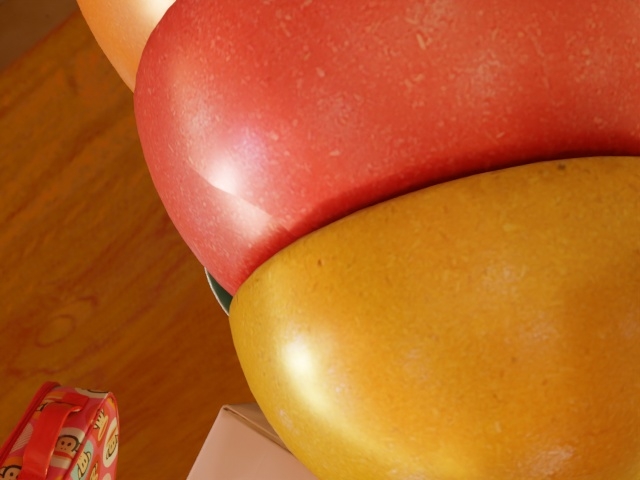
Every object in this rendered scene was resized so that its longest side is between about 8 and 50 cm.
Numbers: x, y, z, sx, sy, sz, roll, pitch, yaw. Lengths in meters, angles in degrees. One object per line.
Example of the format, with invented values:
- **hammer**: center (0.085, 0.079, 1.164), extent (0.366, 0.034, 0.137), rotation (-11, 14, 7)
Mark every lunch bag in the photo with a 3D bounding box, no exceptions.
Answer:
- **lunch bag**: center (-0.327, 0.311, 1.218), extent (0.120, 0.293, 0.258), rotation (11, 119, 4)

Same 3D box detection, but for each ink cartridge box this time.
- **ink cartridge box**: center (-0.025, 0.249, 0.898), extent (0.114, 0.273, 0.197), rotation (28, 94, 22)

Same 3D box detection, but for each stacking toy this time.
- **stacking toy**: center (0.056, -0.003, 0.426), extent (0.350, 0.350, 0.480), rotation (-12, 67, 9)

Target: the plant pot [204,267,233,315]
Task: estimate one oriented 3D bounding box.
- **plant pot**: center (0.000, 0.000, 1.605), extent (0.293, 0.235, 0.293), rotation (6, 105, 22)
